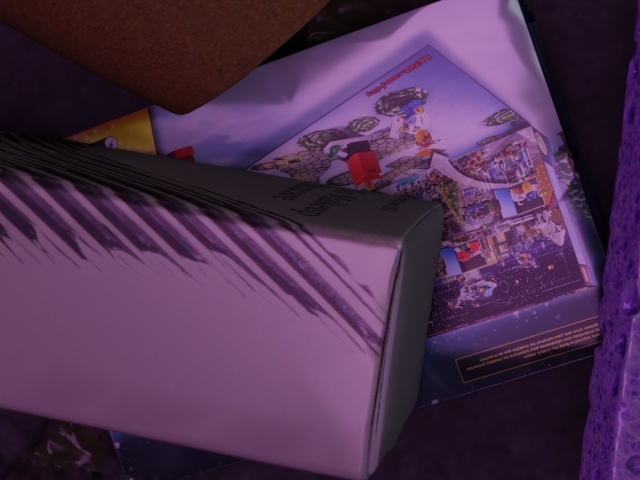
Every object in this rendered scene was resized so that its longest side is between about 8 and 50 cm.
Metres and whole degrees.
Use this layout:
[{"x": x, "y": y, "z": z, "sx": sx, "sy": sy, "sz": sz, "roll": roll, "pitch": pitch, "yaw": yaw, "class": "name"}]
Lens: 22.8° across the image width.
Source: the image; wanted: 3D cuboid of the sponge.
[{"x": 0.171, "y": 0.003, "z": 0.630, "sx": 0.117, "sy": 0.031, "sz": 0.210, "roll": 2, "pitch": 102, "yaw": -18, "class": "sponge"}]

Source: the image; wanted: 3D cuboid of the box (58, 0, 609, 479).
[{"x": 0.000, "y": 0.000, "z": 0.684, "sx": 0.233, "sy": 0.044, "sz": 0.159, "roll": -18, "pitch": 96, "yaw": 14, "class": "box"}]

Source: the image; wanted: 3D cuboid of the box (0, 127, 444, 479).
[{"x": -0.097, "y": 0.013, "z": 0.627, "sx": 0.275, "sy": 0.113, "sz": 0.094, "roll": 9, "pitch": 101, "yaw": 10, "class": "box"}]

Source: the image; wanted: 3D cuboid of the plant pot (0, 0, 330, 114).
[{"x": -0.096, "y": -0.179, "z": 0.595, "sx": 0.237, "sy": 0.237, "sz": 0.254, "roll": -39, "pitch": 104, "yaw": 16, "class": "plant pot"}]
